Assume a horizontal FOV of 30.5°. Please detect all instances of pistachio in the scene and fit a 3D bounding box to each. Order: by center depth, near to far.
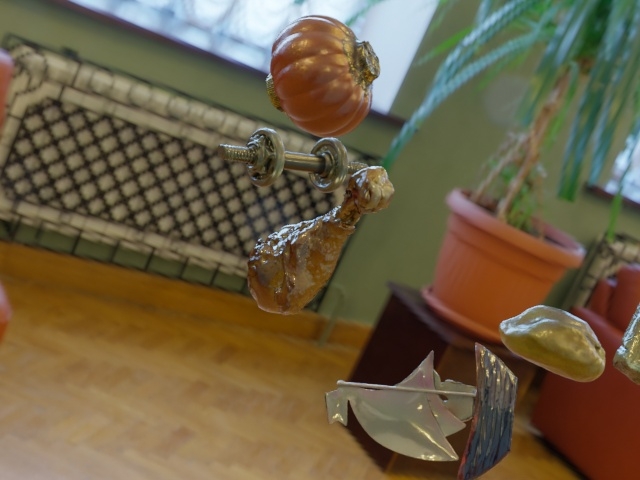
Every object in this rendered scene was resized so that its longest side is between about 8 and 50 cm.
[{"bbox_3d":[0.394,0.169,1.984,0.189,0.100,0.110,25,11,16],"label":"pistachio"}]

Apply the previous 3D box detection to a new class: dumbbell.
[{"bbox_3d":[-0.032,-0.108,1.621,0.254,0.082,0.081,4,24,-38],"label":"dumbbell"}]

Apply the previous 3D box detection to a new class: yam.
[{"bbox_3d":[0.389,0.104,1.386,0.054,0.132,0.054,27,-17,9],"label":"yam"}]

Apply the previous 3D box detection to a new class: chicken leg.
[{"bbox_3d":[0.002,-0.001,1.480,0.087,0.251,0.107,7,47,-50],"label":"chicken leg"}]

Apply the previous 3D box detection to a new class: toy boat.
[{"bbox_3d":[0.172,0.294,1.895,0.072,0.318,0.219,54,20,-71],"label":"toy boat"}]

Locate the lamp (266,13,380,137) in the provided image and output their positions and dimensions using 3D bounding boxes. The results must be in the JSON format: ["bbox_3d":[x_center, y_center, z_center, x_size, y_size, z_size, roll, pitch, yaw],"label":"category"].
[{"bbox_3d":[0.005,-0.291,2.077,0.196,0.223,0.223,-17,-2,22],"label":"lamp"}]
